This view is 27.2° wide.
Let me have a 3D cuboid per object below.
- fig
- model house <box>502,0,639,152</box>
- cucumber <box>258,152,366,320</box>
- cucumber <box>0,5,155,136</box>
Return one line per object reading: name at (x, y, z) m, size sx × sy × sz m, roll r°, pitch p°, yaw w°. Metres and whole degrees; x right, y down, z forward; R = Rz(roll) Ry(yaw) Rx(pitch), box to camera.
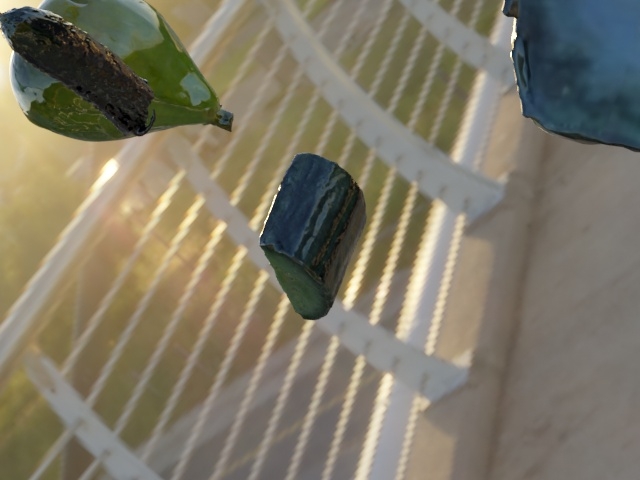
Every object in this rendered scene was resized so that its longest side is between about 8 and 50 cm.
fig at (-0.281, -0.250, 1.887) m, size 0.233 × 0.314 × 0.233 m, roll -179°, pitch 90°, yaw -85°
model house at (0.339, -0.220, 0.908) m, size 0.339 × 0.297 × 0.360 m, roll -5°, pitch -74°, yaw -59°
cucumber at (0.000, 0.000, 1.210) m, size 0.062 × 0.116 × 0.115 m, roll 4°, pitch 52°, yaw 29°
cucumber at (-0.251, -0.185, 1.407) m, size 0.067 × 0.245 × 0.067 m, roll -8°, pitch 68°, yaw 22°
